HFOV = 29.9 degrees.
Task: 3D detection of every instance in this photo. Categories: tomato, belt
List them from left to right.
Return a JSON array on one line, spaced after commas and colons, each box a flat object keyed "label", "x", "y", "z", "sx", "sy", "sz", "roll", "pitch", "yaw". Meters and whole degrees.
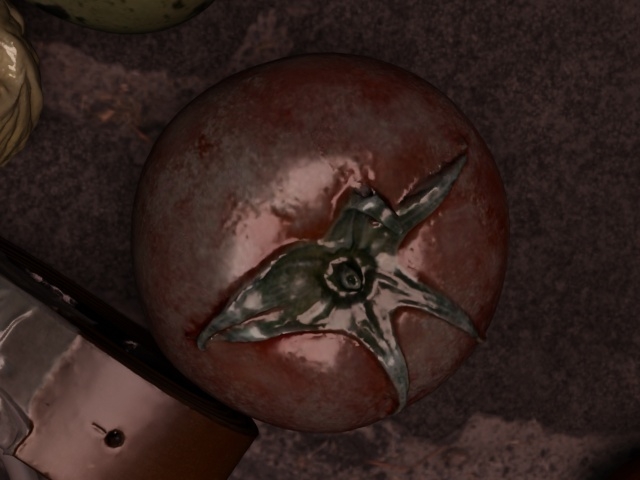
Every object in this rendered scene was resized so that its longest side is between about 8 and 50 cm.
[{"label": "belt", "x": -0.221, "y": 0.110, "z": 0.994, "sx": 0.339, "sy": 0.217, "sz": 0.122, "roll": 35, "pitch": 91, "yaw": 1}, {"label": "tomato", "x": 0.000, "y": 0.000, "z": 0.993, "sx": 0.317, "sy": 0.282, "sz": 0.316, "roll": -3, "pitch": 102, "yaw": -13}]

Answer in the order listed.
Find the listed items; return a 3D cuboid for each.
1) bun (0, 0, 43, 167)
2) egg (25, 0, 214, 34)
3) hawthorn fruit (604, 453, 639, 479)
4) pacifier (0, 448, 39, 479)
[{"label": "bun", "x": -0.306, "y": -0.145, "z": 0.937, "sx": 0.134, "sy": 0.220, "sz": 0.220, "roll": -10, "pitch": 103, "yaw": 28}, {"label": "egg", "x": -0.174, "y": -0.257, "z": 0.970, "sx": 0.228, "sy": 0.177, "sz": 0.177, "roll": -1, "pitch": 99, "yaw": -17}, {"label": "hawthorn fruit", "x": 0.338, "y": 0.327, "z": 1.163, "sx": 0.210, "sy": 0.210, "sz": 0.262, "roll": 36, "pitch": 102, "yaw": -14}, {"label": "pacifier", "x": -0.387, "y": 0.235, "z": 0.978, "sx": 0.273, "sy": 0.220, "sz": 0.332, "roll": -27, "pitch": 63, "yaw": 5}]
